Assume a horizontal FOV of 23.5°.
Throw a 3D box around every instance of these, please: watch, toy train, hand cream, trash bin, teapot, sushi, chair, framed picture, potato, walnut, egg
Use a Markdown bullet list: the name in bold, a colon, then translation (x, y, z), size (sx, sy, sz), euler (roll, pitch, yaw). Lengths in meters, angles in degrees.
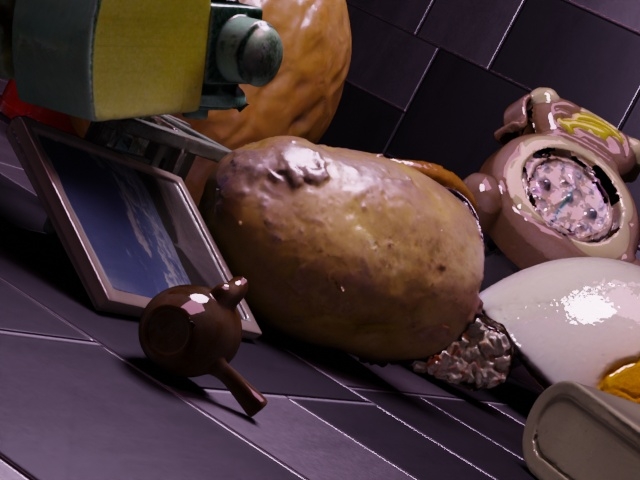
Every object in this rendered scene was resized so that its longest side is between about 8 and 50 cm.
- **watch**: translation (0.295, 0.005, 2.250), size (0.314, 0.335, 0.327), euler (28, -39, -7)
- **toy train**: translation (-0.234, -0.203, 1.407), size (0.397, 0.160, 0.253), euler (17, 17, 36)
- **hand cream**: translation (-0.353, -0.202, 2.205), size (0.193, 0.125, 0.193), euler (29, 7, -4)
- **trash bin**: translation (0.346, 0.237, 1.469), size (0.247, 0.121, 0.243), euler (23, 7, -25)
- **teapot**: translation (-0.075, 0.075, 1.105), size (0.110, 0.085, 0.080), euler (49, 12, 14)
- **sushi**: translation (0.149, 0.118, 1.766), size (0.150, 0.090, 0.078), euler (20, 7, 12)
- **chair**: translation (-0.199, -0.067, 1.544), size (0.147, 0.136, 0.270), euler (29, 8, 34)
- **framed picture**: translation (-0.157, -0.003, 1.339), size (0.189, 0.023, 0.260), euler (61, 18, 22)
- **potato**: translation (0.000, 0.000, 1.542), size (0.266, 0.229, 0.229), euler (24, 6, -42)
- **walnut**: translation (-0.150, -0.231, 2.016), size (0.354, 0.398, 0.308), euler (33, -6, 7)
- **egg**: translation (0.377, 0.127, 1.958), size (0.337, 0.201, 0.337), euler (44, 8, -7)

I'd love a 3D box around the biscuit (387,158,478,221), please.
- **biscuit**: translation (0.053, 0.002, 1.747), size (0.262, 0.262, 0.037), euler (24, 40, -41)
